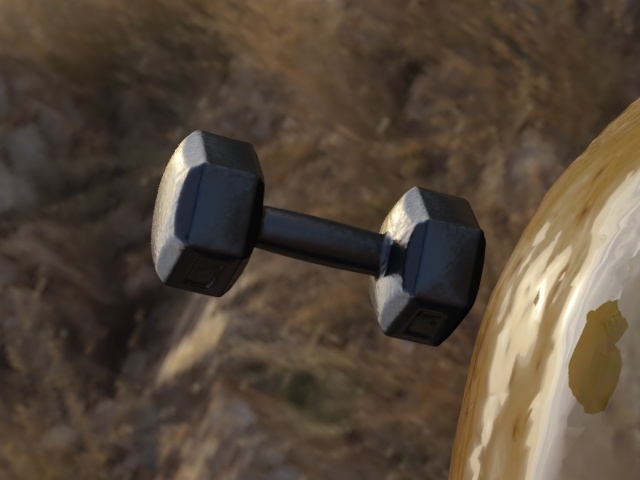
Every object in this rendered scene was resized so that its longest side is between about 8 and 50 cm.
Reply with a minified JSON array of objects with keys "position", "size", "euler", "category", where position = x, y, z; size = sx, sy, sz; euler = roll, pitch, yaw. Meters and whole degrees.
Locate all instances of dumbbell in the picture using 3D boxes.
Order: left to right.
[{"position":[0.000,0.000,0.484],"size":[0.040,0.083,0.036],"euler":[-107,34,-62],"category":"dumbbell"}]

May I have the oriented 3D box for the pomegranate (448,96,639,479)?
[{"position":[0.224,0.064,0.579],"size":[0.410,0.410,0.410],"euler":[-35,40,35],"category":"pomegranate"}]
